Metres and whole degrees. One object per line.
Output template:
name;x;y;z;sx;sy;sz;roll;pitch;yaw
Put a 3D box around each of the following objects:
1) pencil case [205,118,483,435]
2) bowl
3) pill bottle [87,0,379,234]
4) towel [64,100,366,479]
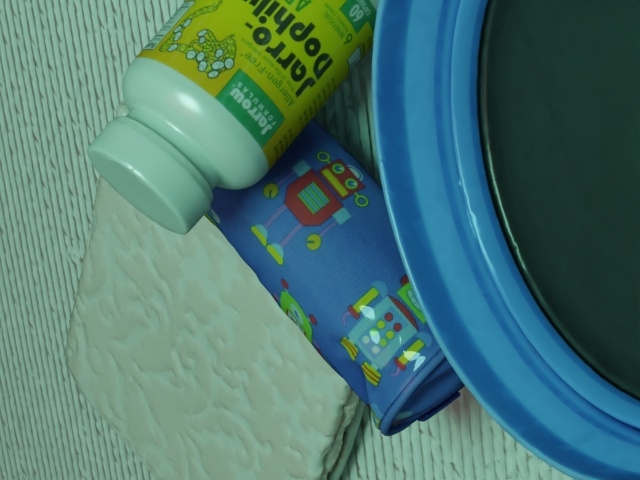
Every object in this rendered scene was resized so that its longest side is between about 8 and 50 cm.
pencil case;0.000;0.000;1.376;0.306;0.119;0.133;48;159;22
bowl;0.167;-0.051;1.125;0.391;0.077;0.391;29;125;52
pill bottle;-0.058;-0.109;1.294;0.117;0.208;0.117;37;165;11
towel;-0.091;0.093;1.598;0.317;0.053;0.332;45;139;24
